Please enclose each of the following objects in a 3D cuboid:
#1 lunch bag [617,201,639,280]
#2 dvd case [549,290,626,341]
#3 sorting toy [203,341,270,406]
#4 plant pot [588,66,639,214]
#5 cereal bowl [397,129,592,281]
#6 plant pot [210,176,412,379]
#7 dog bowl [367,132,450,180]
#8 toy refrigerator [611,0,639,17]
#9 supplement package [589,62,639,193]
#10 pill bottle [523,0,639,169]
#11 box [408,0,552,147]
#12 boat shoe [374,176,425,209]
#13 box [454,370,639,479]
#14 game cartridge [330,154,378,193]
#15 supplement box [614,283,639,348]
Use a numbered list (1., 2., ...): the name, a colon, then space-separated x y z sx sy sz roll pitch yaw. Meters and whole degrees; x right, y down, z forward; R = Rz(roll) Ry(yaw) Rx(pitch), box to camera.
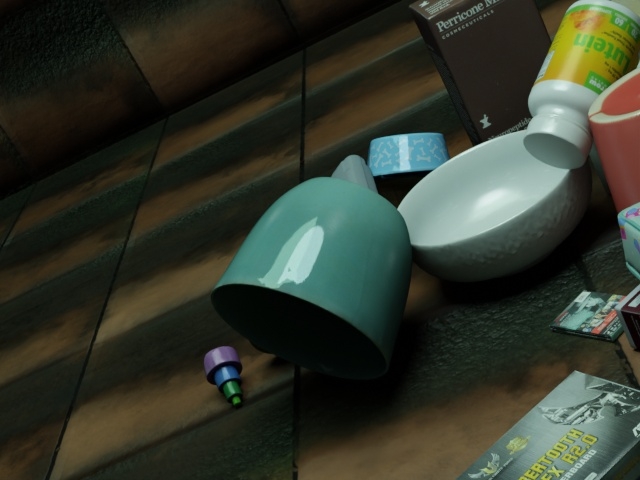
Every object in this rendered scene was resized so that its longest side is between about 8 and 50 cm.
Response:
1. lunch bag: 0.530 -0.014 1.507 0.279 0.108 0.224 -15 12 -1
2. dvd case: 0.399 0.107 1.719 0.087 0.013 0.119 -41 26 -26
3. sorting toy: -0.024 0.170 2.020 0.365 0.127 0.126 -31 52 4
4. plant pot: 0.526 -0.124 1.722 0.275 0.243 0.275 -29 18 10
5. cereal bowl: 0.298 -0.039 1.982 0.339 0.141 0.339 -24 23 11
6. plant pot: 0.011 0.046 1.865 0.293 0.293 0.235 -3 54 47
7. dog bowl: 0.166 -0.157 2.306 0.165 0.074 0.297 -5 -2 1
8. toy refrigerator: 0.726 -0.494 2.366 0.269 0.094 0.102 -14 19 33
9. supplement package: 0.587 -0.230 1.993 0.293 0.178 0.175 -42 26 -29
10. pill bottle: 0.404 -0.239 1.853 0.136 0.136 0.246 1 59 51
11. box: 0.331 -0.292 2.160 0.191 0.381 0.143 -29 23 1
12. boat shoe: 0.087 -0.065 2.327 0.342 0.123 0.123 -20 22 30
13. box: 0.302 0.265 1.444 0.231 0.056 0.183 -37 24 -19
14. game cartridge: 0.000 0.000 2.185 0.297 0.062 0.198 -54 16 19
15. supplement box: 0.513 0.094 1.531 0.130 0.073 0.239 -37 23 -23
